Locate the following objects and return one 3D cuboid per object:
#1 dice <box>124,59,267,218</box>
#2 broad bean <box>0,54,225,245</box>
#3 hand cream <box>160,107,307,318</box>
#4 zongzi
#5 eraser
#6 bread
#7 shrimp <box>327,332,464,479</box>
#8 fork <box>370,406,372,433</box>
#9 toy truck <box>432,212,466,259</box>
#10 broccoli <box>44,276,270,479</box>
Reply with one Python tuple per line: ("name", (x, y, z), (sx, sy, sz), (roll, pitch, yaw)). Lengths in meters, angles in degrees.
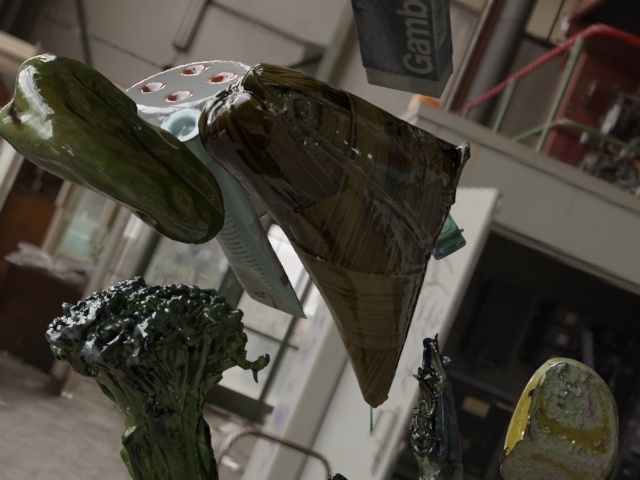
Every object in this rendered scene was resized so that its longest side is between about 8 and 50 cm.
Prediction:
("dice", (-0.155, -0.127, 1.382), (0.193, 0.192, 0.194), (23, -47, 45))
("broad bean", (-0.167, -0.072, 0.829), (0.207, 0.072, 0.153), (34, 26, 6))
("hand cream", (-0.097, -0.012, 1.140), (0.085, 0.058, 0.331), (14, -34, 29))
("zongzi", (0.000, 0.000, 0.983), (0.286, 0.288, 0.134), (20, -10, -35))
("eraser", (0.079, -0.230, 1.000), (0.092, 0.046, 0.212), (15, -30, 20))
("bread", (0.377, 0.276, 1.562), (0.158, 0.156, 0.260), (20, -36, 5))
("shrimp", (0.092, 0.233, 1.184), (0.198, 0.261, 0.051), (10, -12, -39))
("fork", (0.078, 0.237, 1.645), (0.021, 0.039, 0.235), (19, 23, -4))
("toy truck", (0.182, -0.057, 1.753), (0.175, 0.067, 0.081), (60, -2, 31))
("broccoli", (-0.129, 0.181, 0.879), (0.165, 0.304, 0.145), (-14, 4, 34))
